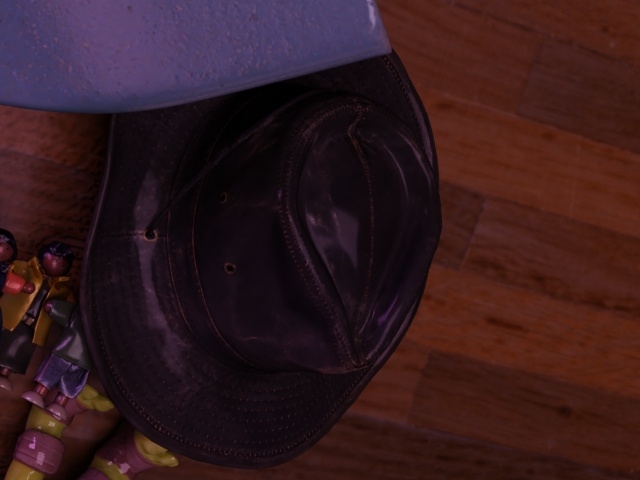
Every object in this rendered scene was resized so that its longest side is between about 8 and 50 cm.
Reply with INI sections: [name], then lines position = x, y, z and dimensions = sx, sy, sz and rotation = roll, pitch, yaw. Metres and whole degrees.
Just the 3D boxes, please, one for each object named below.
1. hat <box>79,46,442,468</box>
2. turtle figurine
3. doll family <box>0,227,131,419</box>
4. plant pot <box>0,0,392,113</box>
[hat]
position = 0.000, 0.000, 1.313
dimensions = 0.331, 0.134, 0.331
rotation = -8, 103, -40
[turtle figurine]
position = -0.197, 0.210, 1.347
dimensions = 0.269, 0.087, 0.217
rotation = 42, 76, -14
[doll family]
position = -0.214, 0.030, 1.286
dimensions = 0.193, 0.076, 0.111
rotation = 33, 80, -31
[plant pot]
position = -0.130, -0.212, 1.172
dimensions = 0.252, 0.247, 0.247
rotation = -20, 115, 1
